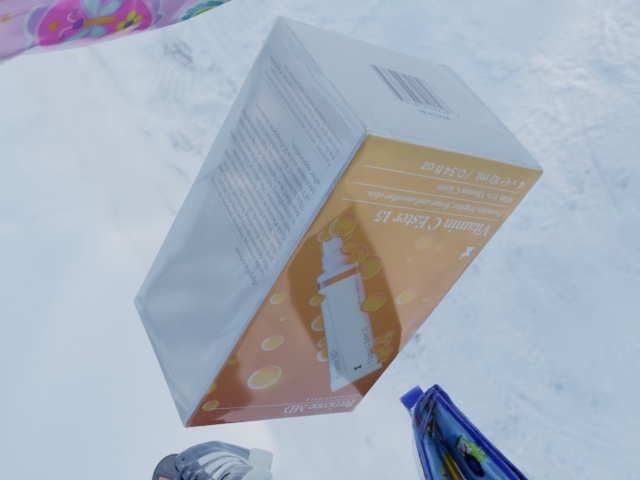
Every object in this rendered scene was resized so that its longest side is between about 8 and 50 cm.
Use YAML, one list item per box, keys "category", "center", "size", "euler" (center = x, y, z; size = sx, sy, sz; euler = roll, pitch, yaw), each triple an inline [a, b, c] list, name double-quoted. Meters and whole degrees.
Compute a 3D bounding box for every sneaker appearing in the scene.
- category: "sneaker"
  center: [-0.138, 0.316, 0.940]
  size: [0.148, 0.350, 0.131]
  euler: [10, 80, -2]

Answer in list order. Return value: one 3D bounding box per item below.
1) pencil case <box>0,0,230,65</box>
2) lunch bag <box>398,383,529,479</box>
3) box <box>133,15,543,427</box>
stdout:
- category: "pencil case"
  center: [-0.136, -0.142, 0.373]
  size: [0.124, 0.284, 0.124]
  euler: [25, 131, 32]
- category: "lunch bag"
  center: [0.163, 0.292, 0.833]
  size: [0.138, 0.221, 0.293]
  euler: [-29, 67, -4]
- category: "box"
  center: [0.000, 0.000, 0.742]
  size: [0.345, 0.215, 0.168]
  euler: [-57, 46, 31]
